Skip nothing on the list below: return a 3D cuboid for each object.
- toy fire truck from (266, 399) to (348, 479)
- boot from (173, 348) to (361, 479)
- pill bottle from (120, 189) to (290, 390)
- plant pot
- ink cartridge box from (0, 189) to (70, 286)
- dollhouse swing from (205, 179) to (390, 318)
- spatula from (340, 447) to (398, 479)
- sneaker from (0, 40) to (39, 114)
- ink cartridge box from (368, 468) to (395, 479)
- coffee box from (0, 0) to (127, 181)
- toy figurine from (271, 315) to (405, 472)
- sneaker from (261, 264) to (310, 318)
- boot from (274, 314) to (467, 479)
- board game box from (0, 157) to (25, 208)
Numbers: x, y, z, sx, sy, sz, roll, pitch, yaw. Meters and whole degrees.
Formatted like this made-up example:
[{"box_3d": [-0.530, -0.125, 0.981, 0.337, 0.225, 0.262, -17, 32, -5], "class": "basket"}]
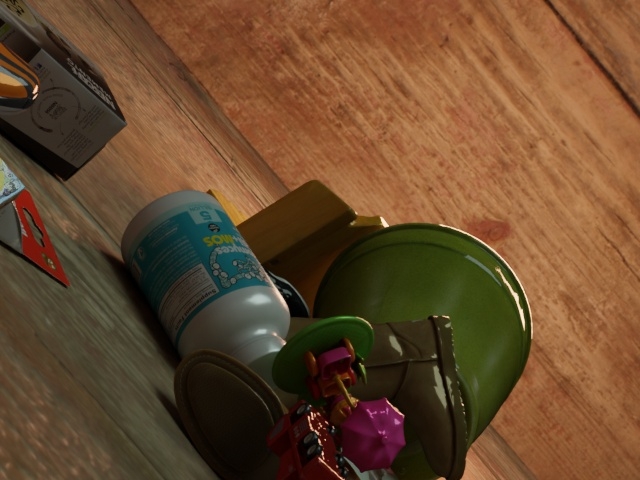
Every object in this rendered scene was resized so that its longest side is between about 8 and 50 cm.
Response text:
[{"box_3d": [-0.038, 0.252, 1.276, 0.047, 0.135, 0.192, 45, 8, -20], "class": "toy fire truck"}, {"box_3d": [-0.051, 0.228, 1.474, 0.283, 0.109, 0.220, 39, 0, -2], "class": "boot"}, {"box_3d": [-0.133, 0.072, 1.576, 0.264, 0.146, 0.146, 54, 9, 32], "class": "pill bottle"}, {"box_3d": [0.135, 0.194, 1.944, 0.366, 0.366, 0.353, 49, 19, -6], "class": "plant pot"}, {"box_3d": [-0.353, -0.073, 1.363, 0.232, 0.066, 0.189, 37, 14, -45], "class": "ink cartridge box"}, {"box_3d": [0.000, 0.000, 2.291, 0.347, 0.315, 0.305, 43, 22, -42], "class": "dollhouse swing"}, {"box_3d": [0.099, 0.373, 1.585, 0.168, 0.019, 0.242, 30, 28, -20], "class": "spatula"}, {"box_3d": [-0.398, -0.262, 1.263, 0.321, 0.180, 0.125, 29, 22, -24], "class": "sneaker"}, {"box_3d": [0.097, 0.380, 1.703, 0.198, 0.067, 0.115, 53, 8, 22], "class": "ink cartridge box"}, {"box_3d": [-0.400, -0.233, 1.613, 0.297, 0.119, 0.168, 43, 9, -41], "class": "coffee box"}, {"box_3d": [0.034, 0.200, 1.442, 0.173, 0.130, 0.159, 90, -24, -49], "class": "toy figurine"}, {"box_3d": [-0.113, 0.077, 1.987, 0.217, 0.079, 0.121, 42, 11, -1], "class": "sneaker"}, {"box_3d": [0.047, 0.212, 1.682, 0.089, 0.269, 0.236, 106, -21, -66], "class": "boot"}, {"box_3d": [-0.365, -0.079, 1.187, 0.154, 0.026, 0.103, 50, 46, -3], "class": "board game box"}]
